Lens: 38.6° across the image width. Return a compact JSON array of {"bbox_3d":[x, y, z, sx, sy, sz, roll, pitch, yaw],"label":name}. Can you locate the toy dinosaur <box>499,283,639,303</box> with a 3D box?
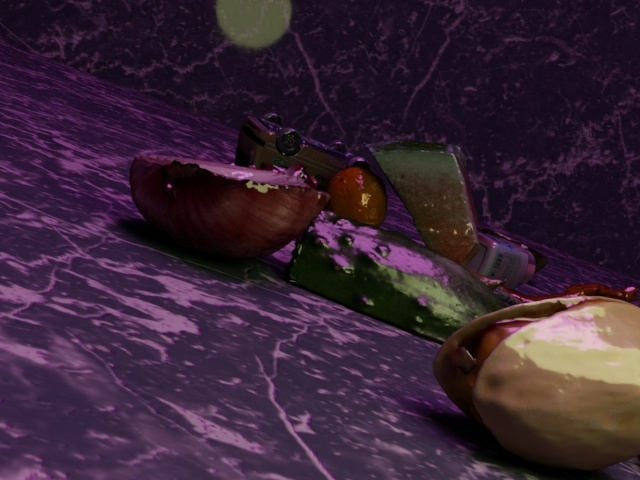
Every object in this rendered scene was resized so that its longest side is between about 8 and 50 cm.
[{"bbox_3d":[0.503,0.121,1.744,0.432,0.097,0.208,20,-6,-35],"label":"toy dinosaur"}]

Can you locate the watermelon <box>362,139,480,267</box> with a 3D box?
[{"bbox_3d":[0.222,-0.093,1.717,0.302,0.151,0.264,59,10,0],"label":"watermelon"}]

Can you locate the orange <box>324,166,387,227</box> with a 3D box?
[{"bbox_3d":[0.068,-0.069,1.688,0.118,0.135,0.135,-9,16,-10],"label":"orange"}]

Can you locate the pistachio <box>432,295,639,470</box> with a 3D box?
[{"bbox_3d":[0.217,0.126,0.819,0.230,0.157,0.157,5,14,-22],"label":"pistachio"}]

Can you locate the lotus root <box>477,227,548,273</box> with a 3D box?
[{"bbox_3d":[0.435,0.036,2.184,0.204,0.077,0.183,27,-3,7],"label":"lotus root"}]

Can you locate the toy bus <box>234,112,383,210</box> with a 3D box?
[{"bbox_3d":[-0.034,-0.138,1.828,0.290,0.157,0.139,19,13,-30],"label":"toy bus"}]

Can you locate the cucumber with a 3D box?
[{"bbox_3d":[0.117,0.056,1.185,0.326,0.105,0.145,25,8,1],"label":"cucumber"}]

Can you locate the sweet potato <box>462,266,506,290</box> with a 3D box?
[{"bbox_3d":[0.120,0.058,1.282,0.270,0.074,0.075,10,9,0],"label":"sweet potato"}]

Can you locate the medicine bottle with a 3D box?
[{"bbox_3d":[0.355,0.041,1.869,0.188,0.094,0.119,13,11,-44],"label":"medicine bottle"}]

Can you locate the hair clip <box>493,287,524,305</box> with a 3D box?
[{"bbox_3d":[0.283,0.091,1.579,0.229,0.036,0.066,18,16,-22],"label":"hair clip"}]

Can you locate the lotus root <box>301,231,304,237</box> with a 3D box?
[{"bbox_3d":[0.000,0.002,1.455,0.037,0.030,0.083,-12,-18,38],"label":"lotus root"}]

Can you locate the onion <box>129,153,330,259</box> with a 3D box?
[{"bbox_3d":[-0.094,-0.041,1.144,0.227,0.120,0.284,17,13,34],"label":"onion"}]
